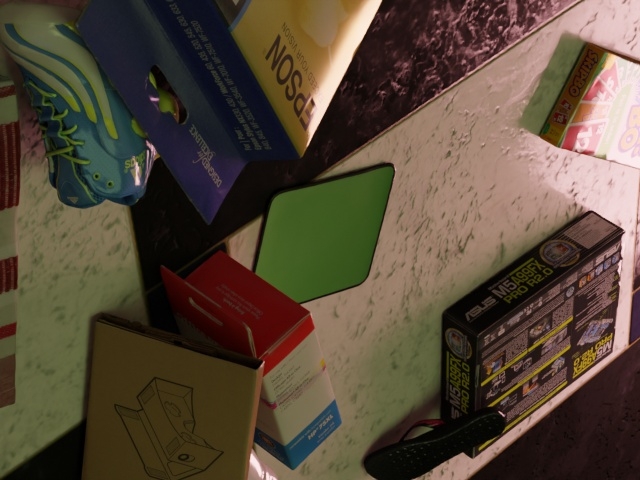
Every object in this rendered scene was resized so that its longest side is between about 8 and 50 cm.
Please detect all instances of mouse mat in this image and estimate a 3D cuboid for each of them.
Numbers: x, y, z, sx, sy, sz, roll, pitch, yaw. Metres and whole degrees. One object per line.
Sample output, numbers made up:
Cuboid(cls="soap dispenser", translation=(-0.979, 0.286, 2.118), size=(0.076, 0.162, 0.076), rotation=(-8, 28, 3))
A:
Cuboid(cls="mouse mat", translation=(0.000, 0.000, 1.956), size=(0.190, 0.007, 0.152), rotation=(-15, 128, -43))

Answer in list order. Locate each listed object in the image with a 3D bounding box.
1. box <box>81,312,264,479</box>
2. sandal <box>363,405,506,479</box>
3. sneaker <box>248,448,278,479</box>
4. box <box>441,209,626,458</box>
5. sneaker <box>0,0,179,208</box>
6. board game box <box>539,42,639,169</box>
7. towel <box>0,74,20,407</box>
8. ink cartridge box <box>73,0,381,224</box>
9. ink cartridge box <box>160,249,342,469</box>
Cuboid(cls="box", translation=(-0.142, 0.175, 1.796), size=(0.021, 0.164, 0.201), rotation=(-59, 161, -56))
Cuboid(cls="sandal", translation=(0.134, 0.239, 2.261), size=(0.179, 0.040, 0.067), rotation=(-22, 137, -6))
Cuboid(cls="sneaker", translation=(-0.182, 0.303, 1.918), size=(0.305, 0.114, 0.152), rotation=(-47, 131, -21))
Cuboid(cls="box", translation=(0.261, 0.115, 2.325), size=(0.270, 0.060, 0.216), rotation=(-33, 140, -30))
Cuboid(cls="sneaker", translation=(-0.190, -0.099, 1.532), size=(0.240, 0.091, 0.126), rotation=(37, 60, -57))
Cuboid(cls="board game box", translation=(0.361, -0.154, 2.252), size=(0.259, 0.039, 0.124), rotation=(7, 113, -56))
Cuboid(cls="towel", translation=(-0.351, 0.035, 1.530), size=(0.237, 0.037, 0.329), rotation=(-21, 131, -38))
Cuboid(cls="ink cartridge box", translation=(-0.056, -0.209, 1.585), size=(0.307, 0.072, 0.303), rotation=(-66, 152, -22))
Cuboid(cls="ink cartridge box", translation=(-0.067, 0.104, 1.845), size=(0.078, 0.134, 0.231), rotation=(-41, 144, -22))
